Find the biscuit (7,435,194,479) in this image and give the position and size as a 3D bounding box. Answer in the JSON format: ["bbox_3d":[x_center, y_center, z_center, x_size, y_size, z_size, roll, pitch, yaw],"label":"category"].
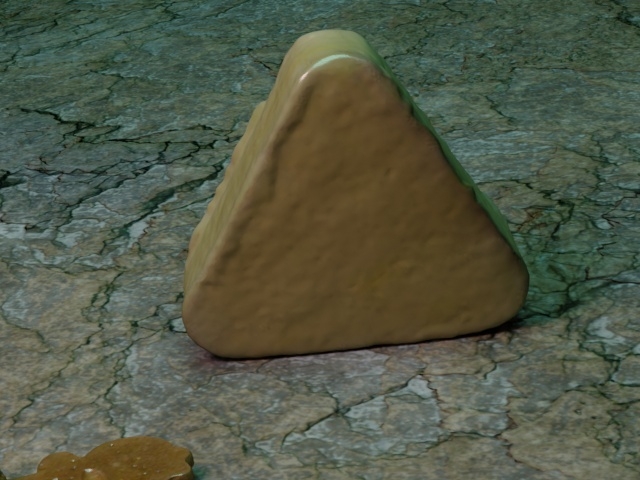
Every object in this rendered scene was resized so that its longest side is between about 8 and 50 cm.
[{"bbox_3d":[-0.214,0.231,1.453,0.184,0.027,0.133,-26,31,-34],"label":"biscuit"}]

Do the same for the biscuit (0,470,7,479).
[{"bbox_3d":[-0.310,0.214,1.355,0.026,0.131,0.237,-33,37,8],"label":"biscuit"}]

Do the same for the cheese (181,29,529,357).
[{"bbox_3d":[-0.001,-0.001,1.678,0.384,0.384,0.104,-6,30,-2],"label":"cheese"}]
